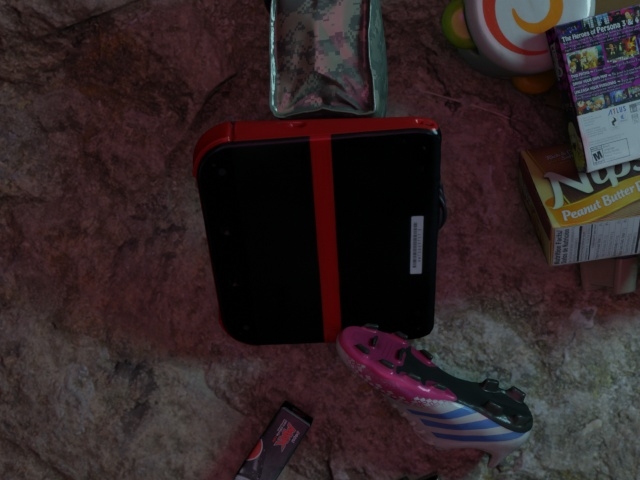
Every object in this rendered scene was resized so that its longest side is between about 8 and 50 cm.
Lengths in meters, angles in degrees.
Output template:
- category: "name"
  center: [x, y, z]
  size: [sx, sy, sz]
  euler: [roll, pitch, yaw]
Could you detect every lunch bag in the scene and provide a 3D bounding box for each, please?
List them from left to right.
- category: "lunch bag"
  center: [0.013, -0.306, 1.092]
  size: [0.169, 0.235, 0.286]
  euler: [0, 91, 7]

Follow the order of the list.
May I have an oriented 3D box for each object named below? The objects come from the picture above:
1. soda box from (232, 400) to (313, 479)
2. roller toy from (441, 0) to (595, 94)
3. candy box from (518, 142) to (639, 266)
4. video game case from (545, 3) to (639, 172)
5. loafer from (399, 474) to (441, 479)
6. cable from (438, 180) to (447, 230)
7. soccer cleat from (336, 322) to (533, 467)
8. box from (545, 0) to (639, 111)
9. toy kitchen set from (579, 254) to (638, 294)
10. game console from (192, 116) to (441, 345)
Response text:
- category: "soda box"
  center: [-0.081, 0.347, 1.199]
  size: [0.060, 0.053, 0.168]
  euler: [33, 93, 3]
- category: "roller toy"
  center: [0.298, -0.341, 1.115]
  size: [0.209, 0.146, 0.191]
  euler: [28, 95, -6]
- category: "candy box"
  center: [0.468, -0.073, 1.084]
  size: [0.317, 0.182, 0.087]
  euler: [-9, 131, 5]
- category: "video game case"
  center: [0.453, -0.224, 1.045]
  size: [0.232, 0.042, 0.210]
  euler: [-16, 97, -4]
- category: "loafer"
  center: [0.131, 0.404, 1.185]
  size: [0.148, 0.056, 0.050]
  euler: [-7, 89, -5]
- category: "cable"
  center: [0.106, -0.058, 1.189]
  size: [0.185, 0.047, 0.150]
  euler: [-6, 95, 2]
- category: "soccer cleat"
  center: [0.159, 0.250, 1.138]
  size: [0.331, 0.116, 0.143]
  euler: [25, 118, -2]
- category: "box"
  center: [0.457, -0.276, 1.126]
  size: [0.164, 0.021, 0.201]
  euler: [26, 94, 36]
- category: "toy kitchen set"
  center: [0.531, 0.015, 1.142]
  size: [0.207, 0.166, 0.122]
  euler: [-4, 95, -31]
- category: "game console"
  center: [0.000, 0.000, 1.095]
  size: [0.342, 0.060, 0.386]
  euler: [-3, 126, 1]
